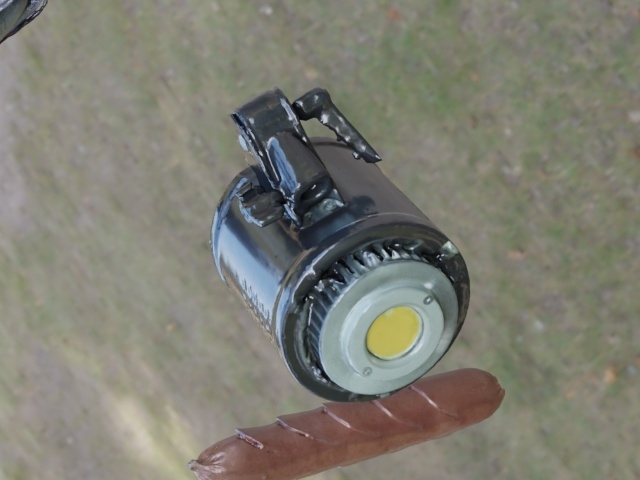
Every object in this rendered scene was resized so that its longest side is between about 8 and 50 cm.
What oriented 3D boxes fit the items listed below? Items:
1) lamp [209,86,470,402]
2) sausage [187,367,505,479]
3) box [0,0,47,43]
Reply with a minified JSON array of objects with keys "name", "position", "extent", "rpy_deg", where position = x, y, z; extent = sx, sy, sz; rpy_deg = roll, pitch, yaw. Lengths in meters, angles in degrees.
[{"name":"lamp","position":[0.023,0.039,1.574],"extent":[0.272,0.205,0.374],"rpy_deg":[55,172,34]},{"name":"sausage","position":[0.035,0.232,1.886],"extent":[0.088,0.433,0.088],"rpy_deg":[35,130,55]},{"name":"box","position":[-0.459,-0.319,1.564],"extent":[0.369,0.190,0.112],"rpy_deg":[47,173,4]}]
